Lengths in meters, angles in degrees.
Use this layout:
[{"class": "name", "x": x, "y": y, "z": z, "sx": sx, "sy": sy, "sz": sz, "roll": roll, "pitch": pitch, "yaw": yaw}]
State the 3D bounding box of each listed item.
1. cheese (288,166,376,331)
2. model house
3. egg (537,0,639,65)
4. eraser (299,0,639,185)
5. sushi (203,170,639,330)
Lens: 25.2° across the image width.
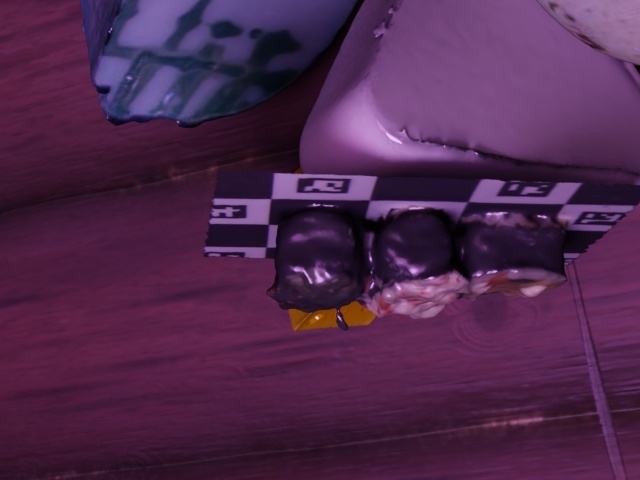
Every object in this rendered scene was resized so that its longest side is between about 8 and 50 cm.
[{"class": "cheese", "x": 0.000, "y": 0.000, "z": 1.528, "sx": 0.093, "sy": 0.126, "sz": 0.171, "roll": -45, "pitch": 62, "yaw": 32}, {"class": "model house", "x": -0.137, "y": -0.334, "z": 1.461, "sx": 0.295, "sy": 0.252, "sz": 0.329, "roll": -57, "pitch": 48, "yaw": 48}, {"class": "egg", "x": 0.272, "y": -0.336, "z": 1.208, "sx": 0.288, "sy": 0.287, "sz": 0.379, "roll": -16, "pitch": 105, "yaw": 27}, {"class": "eraser", "x": 0.169, "y": -0.126, "z": 1.325, "sx": 0.331, "sy": 0.331, "sz": 0.150, "roll": 55, "pitch": 144, "yaw": 5}, {"class": "sushi", "x": 0.083, "y": 0.033, "z": 1.290, "sx": 0.373, "sy": 0.296, "sz": 0.100, "roll": 2, "pitch": 75, "yaw": -6}]
